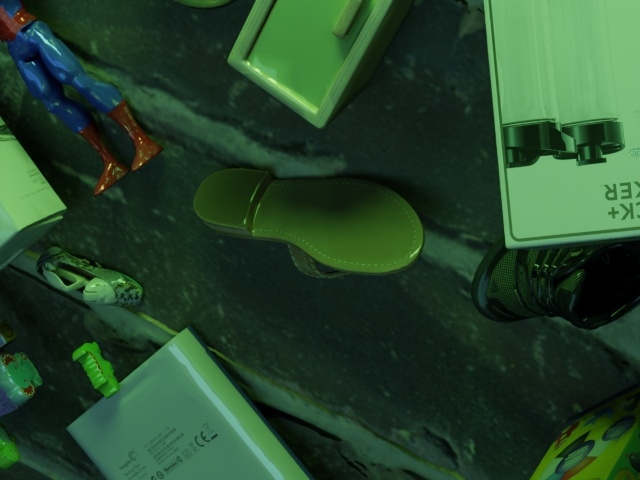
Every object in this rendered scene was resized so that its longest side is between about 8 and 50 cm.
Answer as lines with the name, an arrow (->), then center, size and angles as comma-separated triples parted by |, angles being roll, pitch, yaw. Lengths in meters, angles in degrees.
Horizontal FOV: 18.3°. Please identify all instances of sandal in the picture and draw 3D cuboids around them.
sandal -> 0.003, -0.006, 1.768 | 0.240, 0.088, 0.079 | 14, 157, 32

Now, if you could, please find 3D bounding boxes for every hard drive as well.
hard drive -> -0.093, 0.261, 1.983 | 0.319, 0.040, 0.210 | 51, 131, 1

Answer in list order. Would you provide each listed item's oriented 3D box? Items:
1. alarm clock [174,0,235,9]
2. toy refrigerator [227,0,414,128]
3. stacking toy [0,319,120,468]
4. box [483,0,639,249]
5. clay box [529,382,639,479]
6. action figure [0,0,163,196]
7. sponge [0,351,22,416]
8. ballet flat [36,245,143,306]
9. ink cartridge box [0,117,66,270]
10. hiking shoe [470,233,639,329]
alarm clock -> -0.110, -0.255, 1.666 | 0.192, 0.064, 0.129 | -28, 103, 37
toy refrigerator -> 0.029, -0.224, 1.583 | 0.102, 0.094, 0.269 | 36, 130, 6
stacking toy -> -0.324, 0.105, 1.988 | 0.167, 0.052, 0.221 | -37, 87, 27
box -> 0.213, -0.143, 1.443 | 0.169, 0.087, 0.290 | -5, 89, 31
clay box -> 0.225, 0.205, 1.654 | 0.127, 0.222, 0.053 | -34, 98, 40
action figure -> -0.274, -0.157, 1.786 | 0.091, 0.139, 0.280 | -30, 99, 39
sponge -> -0.404, 0.105, 2.094 | 0.117, 0.031, 0.210 | -24, 104, 38
ballet flat -> -0.230, 0.043, 1.945 | 0.114, 0.041, 0.041 | 23, 128, 17
ink cartridge box -> -0.372, -0.062, 1.889 | 0.160, 0.092, 0.219 | -38, 87, 26
hiking shoe -> 0.203, 0.026, 1.624 | 0.227, 0.114, 0.086 | -22, 105, 39
